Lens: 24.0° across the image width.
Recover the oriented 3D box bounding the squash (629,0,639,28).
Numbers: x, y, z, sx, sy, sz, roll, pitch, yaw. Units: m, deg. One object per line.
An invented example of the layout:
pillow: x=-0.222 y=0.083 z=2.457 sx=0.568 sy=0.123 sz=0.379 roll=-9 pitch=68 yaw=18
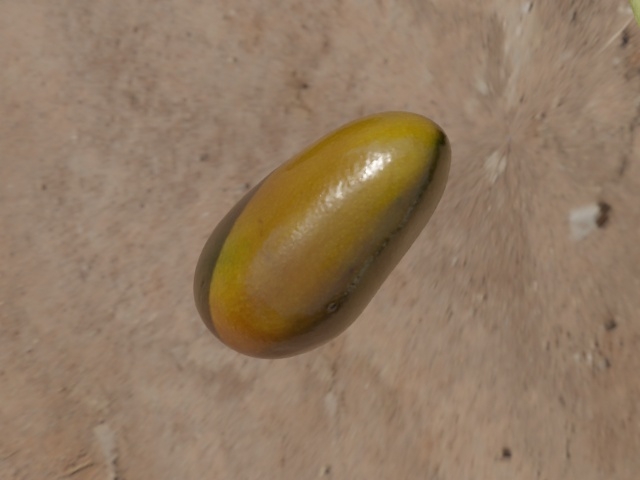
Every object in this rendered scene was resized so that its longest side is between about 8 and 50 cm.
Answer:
squash: x=0.280 y=-0.232 z=1.105 sx=0.204 sy=0.155 sz=0.237 roll=43 pitch=137 yaw=34

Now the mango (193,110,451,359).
mango: x=0.000 y=0.000 z=1.050 sx=0.113 sy=0.138 sz=0.253 roll=37 pitch=130 yaw=-17
